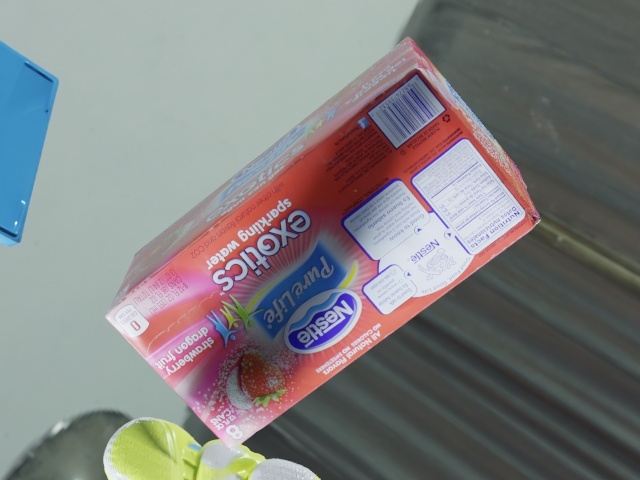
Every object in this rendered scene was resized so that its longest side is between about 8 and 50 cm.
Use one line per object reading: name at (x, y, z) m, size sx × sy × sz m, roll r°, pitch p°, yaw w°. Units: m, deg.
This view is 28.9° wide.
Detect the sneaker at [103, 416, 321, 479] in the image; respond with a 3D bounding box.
sneaker at (-0.064, 0.228, 1.025) m, size 0.091 × 0.240 × 0.126 m, roll -53°, pitch 157°, yaw -26°

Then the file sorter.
file sorter at (-0.259, -0.073, 0.716) m, size 0.170 × 0.104 × 0.118 m, roll 33°, pitch 51°, yaw -39°

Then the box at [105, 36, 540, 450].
box at (0.000, 0.000, 0.817) m, size 0.257 × 0.128 × 0.122 m, roll -38°, pitch -167°, yaw 12°
